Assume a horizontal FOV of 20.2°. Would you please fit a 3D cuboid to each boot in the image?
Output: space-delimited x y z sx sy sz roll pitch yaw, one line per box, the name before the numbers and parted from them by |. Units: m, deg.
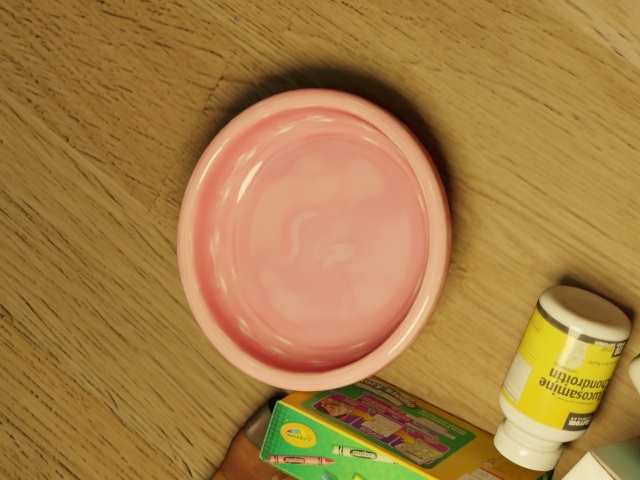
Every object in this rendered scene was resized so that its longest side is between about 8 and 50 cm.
boot | -0.056 0.366 2.122 0.264 0.096 0.280 44 118 13

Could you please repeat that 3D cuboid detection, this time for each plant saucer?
plant saucer | 0.000 0.000 1.990 0.332 0.084 0.332 -1 87 27

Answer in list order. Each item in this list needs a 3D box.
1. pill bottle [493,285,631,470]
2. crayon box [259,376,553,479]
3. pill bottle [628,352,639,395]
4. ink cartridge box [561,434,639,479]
pill bottle | 0.250 0.148 1.902 0.103 0.103 0.184 28 113 21
crayon box | 0.095 0.244 1.972 0.278 0.165 0.081 25 111 23
pill bottle | 0.431 0.204 1.791 0.146 0.146 0.264 -33 84 30
ink cartridge box | 0.284 0.367 1.846 0.197 0.198 0.270 47 107 19
